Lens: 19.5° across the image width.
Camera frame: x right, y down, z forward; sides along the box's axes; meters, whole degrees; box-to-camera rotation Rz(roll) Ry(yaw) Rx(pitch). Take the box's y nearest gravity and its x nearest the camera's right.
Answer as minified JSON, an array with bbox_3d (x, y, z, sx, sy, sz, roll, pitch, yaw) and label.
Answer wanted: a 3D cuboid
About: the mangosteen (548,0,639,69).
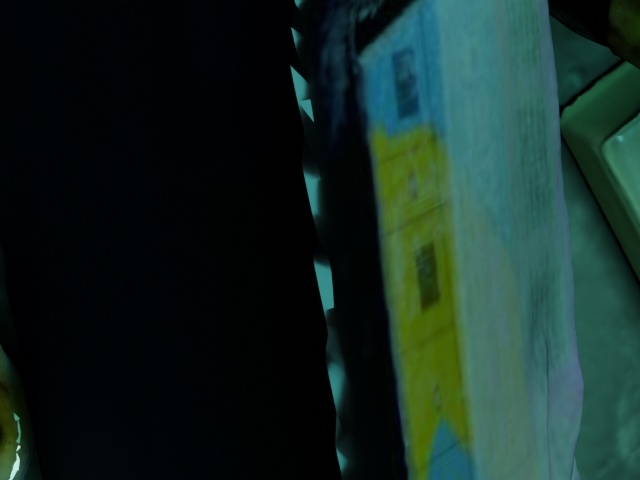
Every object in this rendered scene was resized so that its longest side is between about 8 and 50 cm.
[{"bbox_3d":[0.151,-0.142,0.672,0.192,0.217,0.192,-15,134,-16],"label":"mangosteen"}]

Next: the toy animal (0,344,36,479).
[{"bbox_3d":[-0.155,0.175,0.652,0.284,0.225,0.302,43,69,-49],"label":"toy animal"}]

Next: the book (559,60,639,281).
[{"bbox_3d":[0.303,-0.063,0.882,0.371,0.043,0.260,-40,119,-14],"label":"book"}]

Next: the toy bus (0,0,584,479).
[{"bbox_3d":[0.000,0.000,0.635,0.162,0.171,0.386,-22,111,-46],"label":"toy bus"}]
